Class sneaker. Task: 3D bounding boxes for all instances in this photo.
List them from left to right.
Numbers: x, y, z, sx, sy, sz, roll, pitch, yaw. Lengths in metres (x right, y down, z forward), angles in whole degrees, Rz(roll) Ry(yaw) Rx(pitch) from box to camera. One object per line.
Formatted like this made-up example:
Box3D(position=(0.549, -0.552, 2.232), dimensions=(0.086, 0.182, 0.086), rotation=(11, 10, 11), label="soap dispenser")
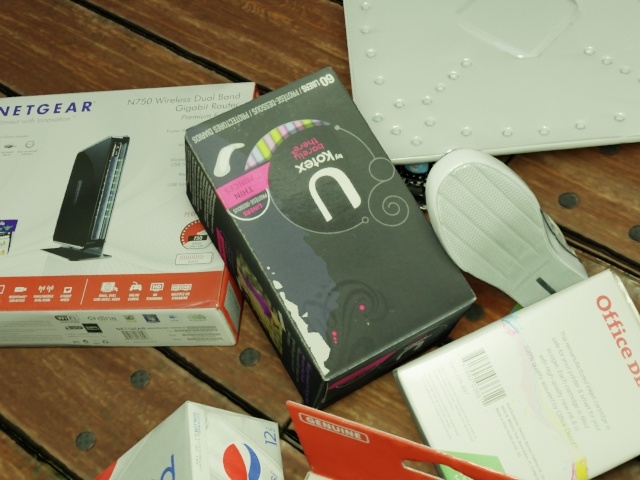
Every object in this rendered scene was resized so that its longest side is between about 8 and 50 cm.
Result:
Box3D(position=(0.165, -0.008, 1.032), dimensions=(0.094, 0.258, 0.091), rotation=(-37, 42, 9), label="sneaker")

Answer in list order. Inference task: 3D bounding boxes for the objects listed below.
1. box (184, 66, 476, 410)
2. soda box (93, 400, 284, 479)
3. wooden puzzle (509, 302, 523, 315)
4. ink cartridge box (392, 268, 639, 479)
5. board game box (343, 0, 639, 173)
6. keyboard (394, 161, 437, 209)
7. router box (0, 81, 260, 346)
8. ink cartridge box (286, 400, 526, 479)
Box3D(position=(0.000, 0.000, 1.068), dimensions=(0.165, 0.143, 0.270), rotation=(-27, 75, -15), label="box")
Box3D(position=(-0.147, 0.245, 0.929), dimensions=(0.286, 0.091, 0.098), rotation=(-41, 43, 36), label="soda box")
Box3D(position=(0.222, 0.069, 1.113), dimensions=(0.083, 0.006, 0.049), rotation=(30, 67, 29), label="wooden puzzle")
Box3D(position=(0.191, 0.140, 0.985), dimensions=(0.212, 0.093, 0.154), rotation=(-25, 83, -3), label="ink cartridge box")
Box3D(position=(0.225, -0.243, 1.277), dimensions=(0.390, 0.050, 0.390), rotation=(-6, 54, 2), label="board game box")
Box3D(position=(0.101, -0.072, 1.221), dimensions=(0.192, 0.038, 0.100), rotation=(15, 61, 23), label="keyboard")
Box3D(position=(-0.241, -0.030, 1.245), dimensions=(0.335, 0.082, 0.301), rotation=(-2, 56, 12), label="router box")
Box3D(position=(0.101, 0.246, 0.874), dimensions=(0.275, 0.239, 0.060), rotation=(15, 58, 23), label="ink cartridge box")
